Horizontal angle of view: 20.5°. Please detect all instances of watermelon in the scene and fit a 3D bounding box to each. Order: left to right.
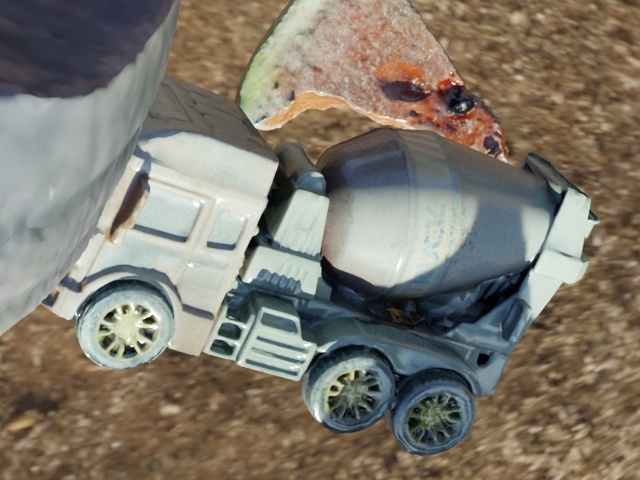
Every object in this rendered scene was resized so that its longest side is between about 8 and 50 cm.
[{"bbox_3d":[0.037,-0.110,1.027,0.158,0.098,0.121,9,88,2],"label":"watermelon"}]

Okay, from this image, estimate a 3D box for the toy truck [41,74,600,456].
[{"bbox_3d":[0.000,0.000,0.820,0.140,0.256,0.108,-64,27,16],"label":"toy truck"}]

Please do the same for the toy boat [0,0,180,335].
[{"bbox_3d":[-0.100,-0.082,0.473,0.078,0.127,0.283,-54,29,29],"label":"toy boat"}]
